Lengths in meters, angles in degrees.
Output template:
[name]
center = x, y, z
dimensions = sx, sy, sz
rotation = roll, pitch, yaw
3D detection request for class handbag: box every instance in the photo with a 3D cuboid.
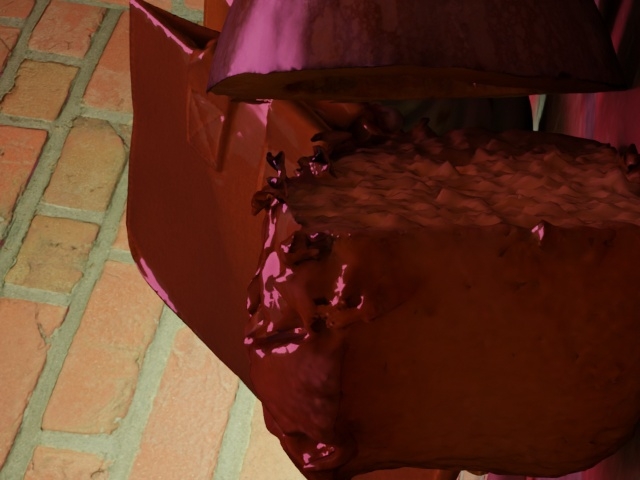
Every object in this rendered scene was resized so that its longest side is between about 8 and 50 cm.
[handbag]
center = 0.000, 0.000, 0.844
dimensions = 0.133, 0.401, 0.283
rotation = -27, -37, -28

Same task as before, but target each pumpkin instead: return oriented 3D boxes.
[pumpkin]
center = 0.046, -0.121, 0.580
dimensions = 0.217, 0.217, 0.110
rotation = -57, -35, -78

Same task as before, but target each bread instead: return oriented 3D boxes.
[bread]
center = 0.057, 0.028, 0.472
dimensions = 0.260, 0.160, 0.147
rotation = -72, -18, -79

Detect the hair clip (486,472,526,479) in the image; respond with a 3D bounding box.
[hair clip]
center = 0.096, 0.226, 0.634
dimensions = 0.072, 0.034, 0.226
rotation = 96, -173, -68

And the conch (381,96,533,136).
[conch]
center = 0.085, -0.096, 1.001
dimensions = 0.368, 0.197, 0.249
rotation = -16, -102, -61
